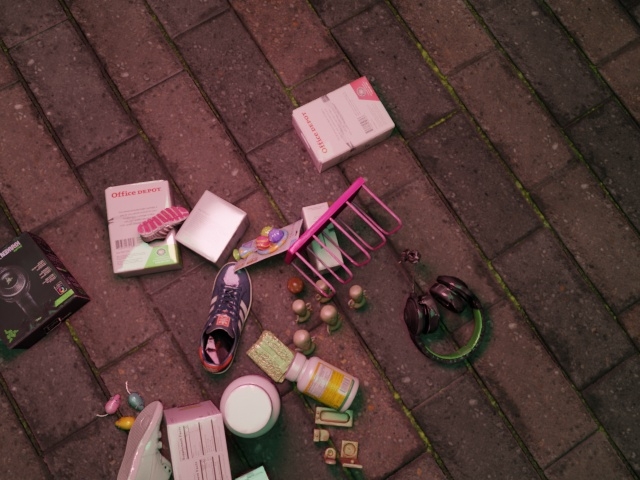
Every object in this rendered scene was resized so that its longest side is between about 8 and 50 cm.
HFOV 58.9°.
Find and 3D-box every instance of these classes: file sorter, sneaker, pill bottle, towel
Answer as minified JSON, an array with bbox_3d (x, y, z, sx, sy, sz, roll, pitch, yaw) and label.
[{"bbox_3d":[0.065,0.004,1.627,0.182,0.202,0.291,44,78,3],"label":"file sorter"},{"bbox_3d":[-0.289,0.232,1.738,0.131,0.148,0.350,7,78,-2],"label":"sneaker"},{"bbox_3d":[0.002,0.426,1.723,0.208,0.117,0.117,28,78,-2],"label":"pill bottle"},{"bbox_3d":[-0.196,0.468,1.616,0.169,0.301,0.169,1,79,-3],"label":"pill bottle"},{"bbox_3d":[-0.149,0.364,1.780,0.148,0.027,0.110,40,80,4],"label":"towel"},{"bbox_3d":[-0.493,0.620,1.688,0.151,0.094,0.256,39,53,-38],"label":"sneaker"},{"bbox_3d":[-0.475,-0.043,1.716,0.170,0.075,0.063,-33,65,-34],"label":"sneaker"}]

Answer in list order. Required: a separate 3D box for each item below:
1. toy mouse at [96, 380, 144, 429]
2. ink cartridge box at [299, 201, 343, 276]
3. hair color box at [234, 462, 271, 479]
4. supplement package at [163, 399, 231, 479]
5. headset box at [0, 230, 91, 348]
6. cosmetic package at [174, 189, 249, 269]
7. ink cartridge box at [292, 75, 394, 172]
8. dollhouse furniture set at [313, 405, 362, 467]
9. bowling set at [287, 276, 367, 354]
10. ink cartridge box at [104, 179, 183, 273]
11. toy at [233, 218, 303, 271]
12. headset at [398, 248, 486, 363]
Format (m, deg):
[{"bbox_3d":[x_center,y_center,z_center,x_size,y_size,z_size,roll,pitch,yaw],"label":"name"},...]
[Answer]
[{"bbox_3d":[-0.598,0.501,1.726,0.161,0.031,0.143,4,78,-2],"label":"toy mouse"},{"bbox_3d":[0.000,0.000,1.801,0.086,0.148,0.203,-13,80,-9],"label":"ink cartridge box"},{"bbox_3d":[-0.178,0.762,1.684,0.093,0.053,0.167,-24,82,-6],"label":"hair color box"},{"bbox_3d":[-0.348,0.577,1.583,0.145,0.262,0.204,-8,85,-19],"label":"supplement package"},{"bbox_3d":[-0.890,0.162,1.729,0.246,0.131,0.283,-39,84,-9],"label":"headset box"},{"bbox_3d":[-0.336,-0.031,1.788,0.151,0.151,0.184,31,80,3],"label":"cosmetic package"},{"bbox_3d":[0.071,-0.387,1.899,0.283,0.117,0.207,-28,81,-9],"label":"ink cartridge box"},{"bbox_3d":[0.053,0.585,1.696,0.144,0.123,0.151,6,78,-2],"label":"dollhouse furniture set"},{"bbox_3d":[-0.008,0.198,1.782,0.287,0.154,0.200,-36,64,-8],"label":"bowling set"},{"bbox_3d":[-0.556,-0.036,1.795,0.198,0.115,0.273,-9,79,-6],"label":"ink cartridge box"},{"bbox_3d":[-0.174,0.001,1.752,0.237,0.137,0.056,-25,121,25],"label":"toy"},{"bbox_3d":[0.366,0.198,1.762,0.243,0.185,0.394,-32,93,-9],"label":"headset"}]
